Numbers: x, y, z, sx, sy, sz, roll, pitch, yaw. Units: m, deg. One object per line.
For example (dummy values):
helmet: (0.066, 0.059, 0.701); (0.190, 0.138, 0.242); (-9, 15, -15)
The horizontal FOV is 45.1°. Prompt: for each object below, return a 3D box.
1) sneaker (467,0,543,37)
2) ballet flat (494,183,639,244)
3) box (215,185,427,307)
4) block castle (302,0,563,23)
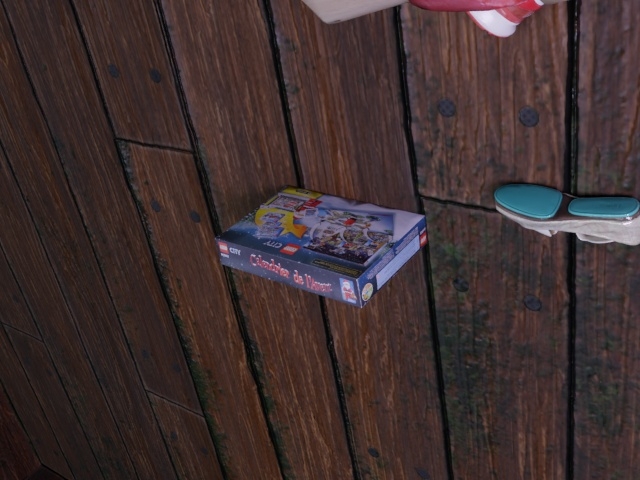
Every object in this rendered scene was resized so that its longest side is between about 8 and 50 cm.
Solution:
sneaker: (0.147, -0.310, 0.715); (0.221, 0.087, 0.128); (43, 133, -11)
ballet flat: (0.266, -0.023, 0.837); (0.168, 0.057, 0.052); (12, 137, 37)
box: (0.000, 0.000, 1.016); (0.233, 0.159, 0.044); (15, 130, 35)
block castle: (0.124, -0.360, 0.434); (0.212, 0.302, 0.454); (6, 107, 56)
